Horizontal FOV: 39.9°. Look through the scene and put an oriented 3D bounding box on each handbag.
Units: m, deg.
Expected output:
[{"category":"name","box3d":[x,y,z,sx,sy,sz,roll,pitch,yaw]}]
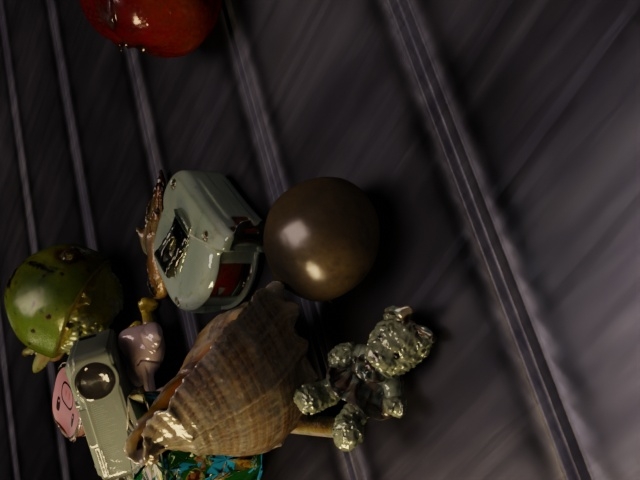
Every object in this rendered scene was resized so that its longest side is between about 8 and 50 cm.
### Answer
[{"category":"handbag","box3d":[-0.519,0.347,1.973,0.205,0.116,0.179,21,106,52]}]

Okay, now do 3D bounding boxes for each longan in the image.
[{"category":"longan","box3d":[0.000,0.000,1.249,0.187,0.167,0.167,104,146,-45]}]

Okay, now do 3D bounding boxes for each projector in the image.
[{"category":"projector","box3d":[-0.425,0.323,1.748,0.192,0.099,0.257,-148,43,-75]}]

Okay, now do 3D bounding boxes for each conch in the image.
[{"category":"conch","box3d":[-0.109,0.210,1.267,0.297,0.210,0.352,-62,-1,40]}]

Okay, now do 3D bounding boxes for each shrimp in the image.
[{"category":"shrimp","box3d":[-0.347,-0.010,1.804,0.117,0.066,0.262,-21,69,51]}]

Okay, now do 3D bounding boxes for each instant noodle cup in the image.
[{"category":"instant noodle cup","box3d":[-0.210,0.347,1.472,0.240,0.178,0.240,21,114,61]}]

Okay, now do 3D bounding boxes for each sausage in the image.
[{"category":"sausage","box3d":[-0.021,0.284,1.359,0.269,0.032,0.033,-11,79,54]}]

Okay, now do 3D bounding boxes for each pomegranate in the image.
[{"category":"pomegranate","box3d":[-0.581,0.154,1.962,0.341,0.260,0.260,-57,45,27]}]

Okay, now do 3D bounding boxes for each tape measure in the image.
[{"category":"tape measure","box3d":[-0.205,0.006,1.554,0.243,0.125,0.246,49,125,44]}]

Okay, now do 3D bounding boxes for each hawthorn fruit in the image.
[{"category":"hawthorn fruit","box3d":[-0.301,-0.492,1.612,0.265,0.265,0.307,13,93,54]}]

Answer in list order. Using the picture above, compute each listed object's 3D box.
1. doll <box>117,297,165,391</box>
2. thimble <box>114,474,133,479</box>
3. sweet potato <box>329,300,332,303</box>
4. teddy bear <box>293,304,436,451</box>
[{"category":"doll","box3d":[-0.325,0.280,1.728,0.160,0.094,0.365,-61,42,32]},{"category":"thimble","box3d":[-0.385,0.491,1.824,0.084,0.062,0.110,-58,45,38]},{"category":"sweet potato","box3d":[-0.020,0.014,1.365,0.056,0.056,0.195,-44,60,44]},{"category":"teddy bear","box3d":[0.077,0.180,1.190,0.133,0.111,0.213,45,101,21]}]
